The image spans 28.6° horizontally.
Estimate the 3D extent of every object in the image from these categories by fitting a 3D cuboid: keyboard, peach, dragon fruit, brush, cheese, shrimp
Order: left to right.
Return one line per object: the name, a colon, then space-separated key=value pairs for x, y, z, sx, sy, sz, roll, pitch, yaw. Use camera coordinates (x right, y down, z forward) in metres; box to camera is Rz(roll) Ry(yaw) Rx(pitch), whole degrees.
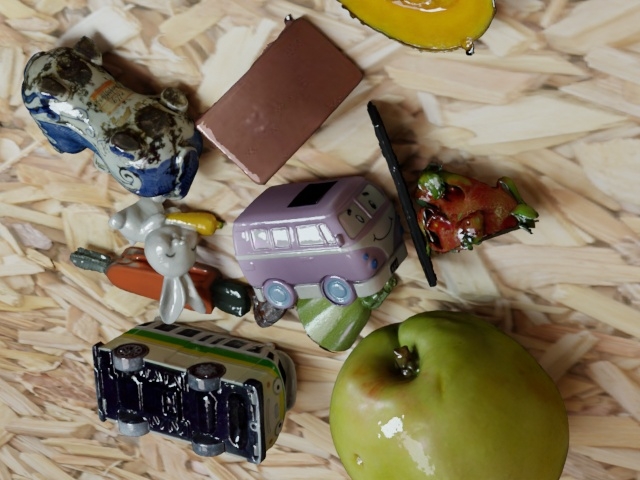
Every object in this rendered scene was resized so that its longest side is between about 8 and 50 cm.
brush: x=-0.253 y=0.055 z=1.971 sx=0.323 sy=0.051 sz=0.070 roll=14 pitch=138 yaw=20
cheese: x=-0.077 y=-0.156 z=1.579 sx=0.128 sy=0.177 sz=0.203 roll=45 pitch=136 yaw=-6
shrimp: x=-0.063 y=0.074 z=1.851 sx=0.057 sy=0.065 sz=0.165 roll=13 pitch=135 yaw=-20
keyboard: x=0.106 y=-0.056 z=1.616 sx=0.017 sy=0.087 sz=0.250 roll=-20 pitch=118 yaw=2
peach: x=0.177 y=0.242 z=1.665 sx=0.281 sy=0.314 sz=0.315 roll=-29 pitch=109 yaw=29
dragon fruit: x=0.177 y=-0.032 z=1.552 sx=0.142 sy=0.138 sz=0.175 roll=-46 pitch=70 yaw=12

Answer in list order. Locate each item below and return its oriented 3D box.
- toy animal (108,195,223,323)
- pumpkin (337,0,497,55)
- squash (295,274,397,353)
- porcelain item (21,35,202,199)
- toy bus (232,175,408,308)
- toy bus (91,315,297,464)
toy animal: x=-0.217 y=0.018 z=1.869 sx=0.181 sy=0.131 sz=0.127 roll=50 pitch=147 yaw=12
pumpkin: x=0.084 y=-0.302 z=1.420 sx=0.279 sy=0.111 sz=0.163 roll=8 pitch=142 yaw=29
squash: x=0.043 y=0.082 z=1.771 sx=0.105 sy=0.105 sz=0.132 roll=42 pitch=125 yaw=-4
porcelain item: x=-0.298 y=-0.153 z=1.767 sx=0.288 sy=0.138 sz=0.186 roll=31 pitch=147 yaw=10
toy bus: x=0.000 y=0.000 z=1.671 sx=0.203 sy=0.142 sz=0.142 roll=-4 pitch=115 yaw=32
toy bus: x=-0.187 y=0.227 z=1.971 sx=0.305 sy=0.179 sz=0.143 roll=10 pitch=114 yaw=28
